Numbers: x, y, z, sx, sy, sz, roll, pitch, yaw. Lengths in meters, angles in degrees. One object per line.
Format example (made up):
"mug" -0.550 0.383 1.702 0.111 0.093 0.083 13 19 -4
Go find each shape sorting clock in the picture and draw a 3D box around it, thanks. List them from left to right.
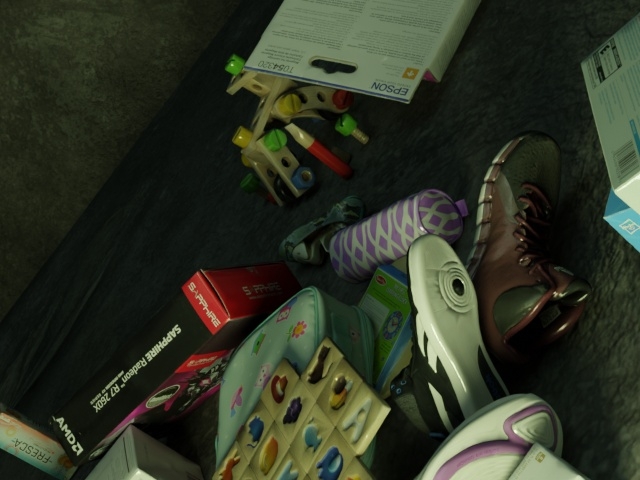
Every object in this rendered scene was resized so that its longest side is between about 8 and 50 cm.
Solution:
"shape sorting clock" 0.087 0.111 1.332 0.206 0.040 0.206 -49 27 37

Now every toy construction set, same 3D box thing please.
"toy construction set" -0.075 -0.214 1.879 0.257 0.237 0.309 -54 22 -3

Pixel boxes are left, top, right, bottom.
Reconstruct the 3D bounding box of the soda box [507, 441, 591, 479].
"soda box" 0.158 0.284 0.895 0.216 0.069 0.074 -54 21 -1

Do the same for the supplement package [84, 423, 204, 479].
"supplement package" -0.285 0.411 1.500 0.244 0.134 0.139 -51 22 6

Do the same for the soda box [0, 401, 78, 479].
"soda box" -0.532 0.376 1.980 0.063 0.183 0.058 -54 22 0

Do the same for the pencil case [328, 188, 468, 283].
"pencil case" 0.099 -0.003 1.433 0.206 0.088 0.086 -25 75 50

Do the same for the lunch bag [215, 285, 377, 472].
"lunch bag" -0.025 0.205 1.282 0.224 0.107 0.279 -42 32 31

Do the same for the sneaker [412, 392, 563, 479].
"sneaker" 0.098 0.257 0.993 0.305 0.114 0.152 -50 13 -2

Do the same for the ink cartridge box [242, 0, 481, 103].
"ink cartridge box" 0.082 -0.368 1.803 0.324 0.071 0.330 17 66 28

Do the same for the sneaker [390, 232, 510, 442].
"sneaker" 0.106 0.109 1.093 0.079 0.217 0.121 -16 -4 -42

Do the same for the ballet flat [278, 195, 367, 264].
"ballet flat" 0.000 0.000 1.650 0.188 0.070 0.070 -39 25 39

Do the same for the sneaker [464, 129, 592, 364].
"sneaker" 0.236 0.012 1.128 0.162 0.106 0.282 2 68 58

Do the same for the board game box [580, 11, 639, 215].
"board game box" 0.372 -0.166 0.874 0.303 0.097 0.224 -41 26 31

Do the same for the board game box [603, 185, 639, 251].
"board game box" 0.433 -0.153 0.975 0.302 0.086 0.308 -23 37 51

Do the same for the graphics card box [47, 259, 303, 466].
"graphics card box" -0.209 0.181 1.592 0.371 0.094 0.232 -42 -16 22

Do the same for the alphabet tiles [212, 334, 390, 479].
"alphabet tiles" -0.048 0.279 1.121 0.343 0.011 0.285 -60 27 7
